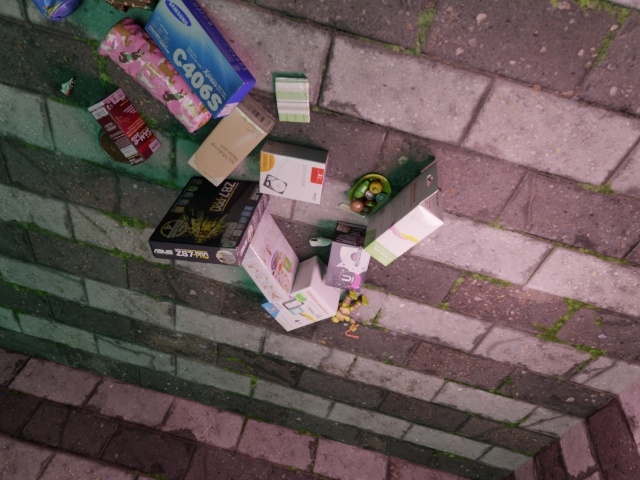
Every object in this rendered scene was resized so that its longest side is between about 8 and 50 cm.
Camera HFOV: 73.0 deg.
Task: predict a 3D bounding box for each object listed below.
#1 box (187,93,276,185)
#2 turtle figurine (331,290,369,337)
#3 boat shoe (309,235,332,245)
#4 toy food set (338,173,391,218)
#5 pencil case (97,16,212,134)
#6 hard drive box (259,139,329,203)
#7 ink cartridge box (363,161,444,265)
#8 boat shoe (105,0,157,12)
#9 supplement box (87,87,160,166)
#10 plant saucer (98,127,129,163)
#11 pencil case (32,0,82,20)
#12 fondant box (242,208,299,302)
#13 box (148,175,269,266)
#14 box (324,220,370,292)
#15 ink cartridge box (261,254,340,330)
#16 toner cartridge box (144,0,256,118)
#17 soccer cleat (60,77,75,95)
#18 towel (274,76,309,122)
[{"bbox_3d":[-0.315,-0.348,1.519,0.148,0.121,0.311,39,126,-18],"label":"box"},{"bbox_3d":[0.123,0.327,2.008,0.269,0.087,0.217,39,120,-8],"label":"turtle figurine"},{"bbox_3d":[0.000,0.000,1.798,0.100,0.035,0.035,-3,128,26],"label":"boat shoe"},{"bbox_3d":[0.169,-0.148,1.610,0.128,0.071,0.218,32,129,-14],"label":"toy food set"},{"bbox_3d":[-0.512,-0.526,1.392,0.386,0.160,0.167,41,129,-21],"label":"pencil case"},{"bbox_3d":[-0.098,-0.249,1.576,0.232,0.089,0.181,11,131,3],"label":"hard drive box"},{"bbox_3d":[0.319,-0.091,1.533,0.119,0.207,0.353,36,128,-16],"label":"ink cartridge box"},{"bbox_3d":[-0.595,-0.725,1.300,0.207,0.073,0.073,7,128,7],"label":"boat shoe"},{"bbox_3d":[-0.697,-0.404,1.554,0.073,0.130,0.239,-14,126,22],"label":"supplement box"},{"bbox_3d":[-0.784,-0.366,1.674,0.168,0.029,0.168,6,130,7],"label":"plant saucer"},{"bbox_3d":[-0.868,-0.795,1.271,0.133,0.119,0.306,-44,112,6],"label":"pencil case"},{"bbox_3d":[-0.218,0.055,1.757,0.096,0.238,0.330,-16,124,24],"label":"fondant box"},{"bbox_3d":[-0.388,-0.082,1.579,0.318,0.395,0.097,7,132,7],"label":"box"},{"bbox_3d":[0.118,0.071,1.758,0.163,0.142,0.247,12,131,3],"label":"box"},{"bbox_3d":[-0.078,0.234,1.901,0.270,0.197,0.198,-24,121,28],"label":"ink cartridge box"},{"bbox_3d":[-0.364,-0.562,1.308,0.165,0.075,0.348,-36,93,33],"label":"toner cartridge box"},{"bbox_3d":[-0.902,-0.554,1.543,0.036,0.029,0.083,35,133,-22],"label":"soccer cleat"},{"bbox_3d":[-0.091,-0.468,1.439,0.113,0.023,0.152,7,133,10],"label":"towel"}]
